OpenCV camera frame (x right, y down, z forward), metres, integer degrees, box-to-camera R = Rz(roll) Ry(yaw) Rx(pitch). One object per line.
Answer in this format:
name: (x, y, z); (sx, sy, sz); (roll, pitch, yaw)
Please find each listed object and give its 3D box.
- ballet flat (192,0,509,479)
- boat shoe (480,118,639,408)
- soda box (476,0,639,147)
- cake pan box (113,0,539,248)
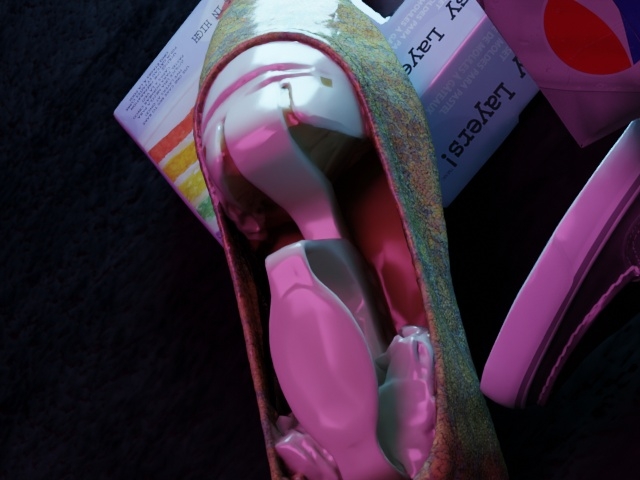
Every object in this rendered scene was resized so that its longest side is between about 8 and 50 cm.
ballet flat: (0.000, 0.000, 0.855); (0.123, 0.123, 0.348); (-31, 60, 28)
boat shoe: (0.160, -0.010, 0.803); (0.076, 0.080, 0.228); (34, 83, 15)
soda box: (0.149, -0.164, 0.820); (0.091, 0.098, 0.286); (-28, 21, 31)
cake pan box: (0.020, -0.111, 1.031); (0.267, 0.070, 0.246); (-50, 40, 7)
